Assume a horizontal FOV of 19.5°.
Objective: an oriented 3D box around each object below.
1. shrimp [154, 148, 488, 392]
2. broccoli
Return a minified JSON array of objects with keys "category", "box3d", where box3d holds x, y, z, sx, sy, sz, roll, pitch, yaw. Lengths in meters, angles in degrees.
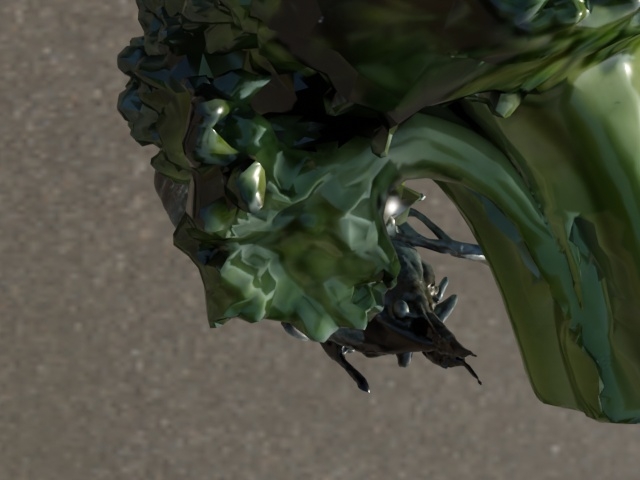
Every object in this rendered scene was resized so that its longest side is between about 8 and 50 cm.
[{"category":"shrimp","box3d":[-0.001,0.003,1.515,0.166,0.410,0.221,-42,138,-34]},{"category":"broccoli","box3d":[0.092,-0.093,0.774,0.338,0.277,0.317,16,85,-29]}]
